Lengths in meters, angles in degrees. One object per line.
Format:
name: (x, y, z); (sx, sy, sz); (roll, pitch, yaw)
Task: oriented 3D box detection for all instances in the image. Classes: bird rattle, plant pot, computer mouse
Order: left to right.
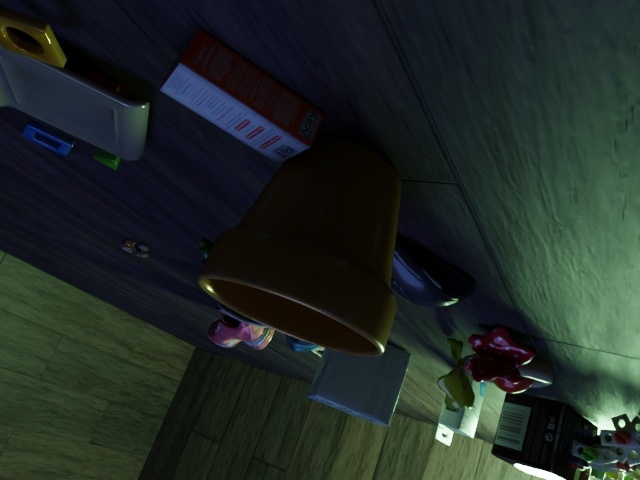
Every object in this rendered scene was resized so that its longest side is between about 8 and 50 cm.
plant pot: (0.000, 0.000, 0.613); (0.205, 0.188, 0.205); (20, 162, 7)
computer mouse: (0.090, 0.044, 0.841); (0.262, 0.060, 0.184); (32, 158, -28)
bird rattle: (0.344, 0.236, 1.084); (0.207, 0.143, 0.253); (13, 150, -13)

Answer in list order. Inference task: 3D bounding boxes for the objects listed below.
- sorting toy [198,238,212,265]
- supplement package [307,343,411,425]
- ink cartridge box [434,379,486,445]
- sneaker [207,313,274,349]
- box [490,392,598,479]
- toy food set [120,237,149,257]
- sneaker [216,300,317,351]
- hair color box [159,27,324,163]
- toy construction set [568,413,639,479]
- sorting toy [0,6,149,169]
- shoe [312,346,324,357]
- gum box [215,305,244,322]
sorting toy: (-0.126, 0.043, 1.062); (0.365, 0.127, 0.126); (4, 126, 47)
supplement package: (0.099, 0.358, 1.498); (0.203, 0.194, 0.149); (23, 161, -4)
ink cartridge box: (0.363, 0.438, 1.459); (0.060, 0.180, 0.104); (5, 156, 39)
sneaker: (-0.289, 0.275, 1.868); (0.314, 0.116, 0.136); (-9, 136, 44)
box: (0.575, 0.511, 1.449); (0.203, 0.168, 0.167); (34, 157, -34)
toy food set: (-0.479, 0.020, 1.456); (0.078, 0.019, 0.122); (23, 161, -6)
sneaker: (-0.087, 0.166, 1.273); (0.295, 0.124, 0.178); (14, 154, 0)
hair color box: (-0.076, -0.134, 0.549); (0.141, 0.043, 0.072); (31, 159, -24)
toy construction set: (0.717, 0.507, 1.309); (0.327, 0.151, 0.215); (37, 164, -32)
sorting toy: (-0.302, -0.176, 0.681); (0.196, 0.047, 0.347); (21, 162, -14)
shoe: (0.004, 0.317, 1.700); (0.076, 0.058, 0.219); (12, 159, 27)
gum box: (-0.198, 0.182, 1.535); (0.107, 0.062, 0.188); (31, 159, -26)
